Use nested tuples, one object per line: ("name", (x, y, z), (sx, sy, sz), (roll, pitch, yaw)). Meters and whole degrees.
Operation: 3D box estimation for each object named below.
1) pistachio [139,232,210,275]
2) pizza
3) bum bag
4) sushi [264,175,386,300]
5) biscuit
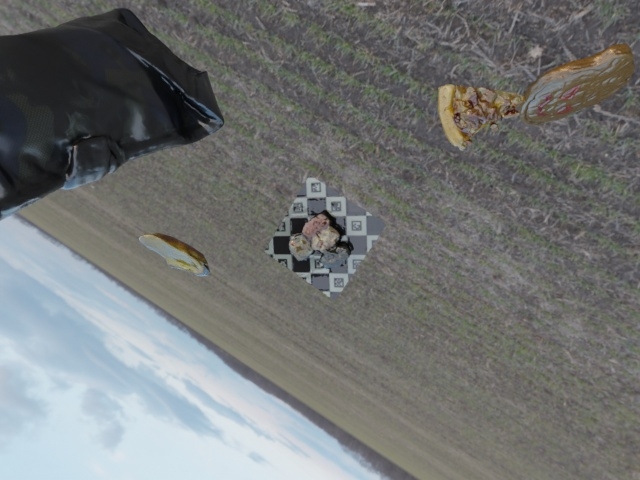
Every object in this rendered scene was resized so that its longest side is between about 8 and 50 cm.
("pistachio", (-0.330, 0.027, 0.939), (0.173, 0.049, 0.089), (33, 136, -14))
("pizza", (0.369, -0.297, 0.915), (0.069, 0.194, 0.154), (-29, -75, -83))
("bum bag", (-0.201, -0.105, 0.311), (0.074, 0.310, 0.137), (-23, 106, 38))
("sushi", (0.000, 0.000, 0.960), (0.220, 0.231, 0.047), (34, -165, 6))
("biscuit", (0.645, -0.378, 1.036), (0.257, 0.049, 0.273), (-17, 168, 24))
